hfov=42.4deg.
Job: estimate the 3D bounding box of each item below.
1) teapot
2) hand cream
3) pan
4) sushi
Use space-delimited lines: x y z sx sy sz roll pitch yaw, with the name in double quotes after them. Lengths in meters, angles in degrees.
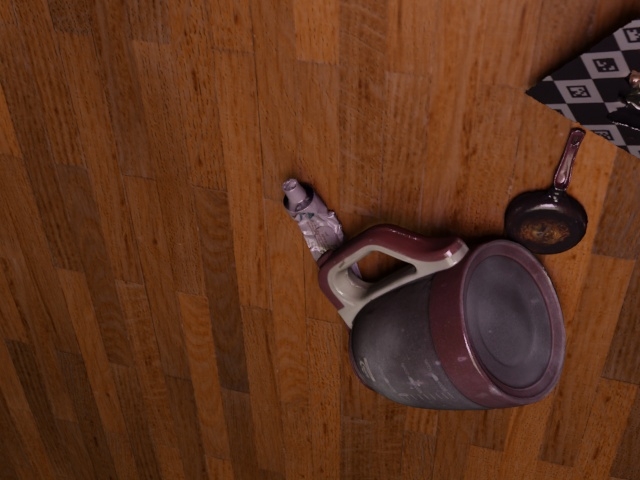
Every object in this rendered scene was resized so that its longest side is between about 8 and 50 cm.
0.147 0.112 1.226 0.312 0.233 0.315 -21 109 46 "teapot"
0.001 -0.003 1.297 0.084 0.050 0.257 -7 134 27 "hand cream"
0.323 -0.058 1.130 0.115 0.040 0.212 13 132 4 "pan"
0.397 -0.176 0.961 0.231 0.047 0.220 26 161 -12 "sushi"
